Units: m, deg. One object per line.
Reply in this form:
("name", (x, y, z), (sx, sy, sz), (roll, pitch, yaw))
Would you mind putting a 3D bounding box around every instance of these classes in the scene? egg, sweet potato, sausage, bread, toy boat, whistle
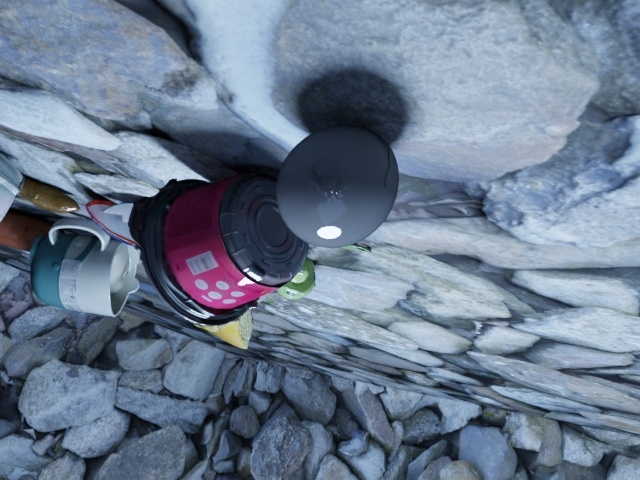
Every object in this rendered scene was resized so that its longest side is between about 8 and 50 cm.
("egg", (0.021, -0.067, 0.782), (0.146, 0.146, 0.199), (23, 155, -17))
("sweet potato", (-0.667, -0.109, 1.482), (0.206, 0.060, 0.068), (30, 127, -6))
("sausage", (-0.881, -0.021, 1.875), (0.259, 0.113, 0.113), (14, 163, 6))
("bread", (-0.287, 0.180, 1.804), (0.211, 0.183, 0.224), (21, 162, 8))
("toy boat", (-0.418, -0.049, 1.413), (0.219, 0.072, 0.318), (20, 160, -17))
("whistle", (-0.059, 0.083, 1.427), (0.105, 0.085, 0.227), (18, 164, -3))

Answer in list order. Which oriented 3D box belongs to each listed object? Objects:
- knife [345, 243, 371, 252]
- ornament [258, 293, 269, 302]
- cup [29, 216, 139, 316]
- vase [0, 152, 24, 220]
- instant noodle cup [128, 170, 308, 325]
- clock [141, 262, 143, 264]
("knife", (0.000, 0.000, 1.232), (0.207, 0.014, 0.030), (12, 160, 16))
("ornament", (-0.174, 0.060, 1.337), (0.178, 0.177, 0.177), (16, 163, 5))
("cup", (-0.662, 0.066, 1.751), (0.258, 0.219, 0.289), (8, 126, 0))
("vase", (-0.843, -0.160, 1.232), (0.250, 0.250, 0.445), (-2, 149, 48))
("instant noodle cup", (-0.137, 0.000, 1.027), (0.182, 0.258, 0.302), (-17, 156, 39))
("clock", (-0.528, 0.082, 1.996), (0.085, 0.017, 0.085), (16, 163, 5))
